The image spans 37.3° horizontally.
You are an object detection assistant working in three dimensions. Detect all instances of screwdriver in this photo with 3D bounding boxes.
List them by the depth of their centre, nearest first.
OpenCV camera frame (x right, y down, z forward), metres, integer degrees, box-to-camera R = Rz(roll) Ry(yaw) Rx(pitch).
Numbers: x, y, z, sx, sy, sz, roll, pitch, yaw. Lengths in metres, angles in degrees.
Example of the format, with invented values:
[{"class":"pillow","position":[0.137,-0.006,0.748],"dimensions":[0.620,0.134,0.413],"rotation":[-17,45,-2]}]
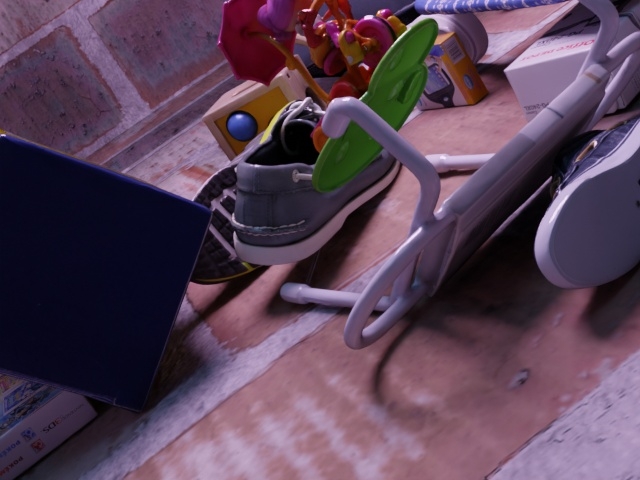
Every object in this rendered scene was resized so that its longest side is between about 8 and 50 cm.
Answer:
[{"class":"screwdriver","position":[0.000,0.000,0.932],"dimensions":[0.025,0.024,0.170],"rotation":[-57,8,37]}]

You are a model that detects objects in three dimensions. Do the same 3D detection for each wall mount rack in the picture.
[{"class":"wall mount rack","position":[0.094,-0.051,0.746],"dimensions":[0.350,0.130,0.304],"rotation":[-41,-18,-25]}]

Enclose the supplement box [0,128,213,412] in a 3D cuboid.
[{"class":"supplement box","position":[-0.266,0.011,0.949],"dimensions":[0.195,0.194,0.356],"rotation":[-70,21,0]}]

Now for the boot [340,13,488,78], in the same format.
[{"class":"boot","position":[0.110,-0.221,1.218],"dimensions":[0.123,0.095,0.258],"rotation":[-44,12,-13]}]

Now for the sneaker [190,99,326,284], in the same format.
[{"class":"sneaker","position":[-0.079,-0.040,1.060],"dimensions":[0.121,0.111,0.300],"rotation":[-37,9,43]}]

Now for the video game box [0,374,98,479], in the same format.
[{"class":"video game box","position":[-0.322,0.186,0.941],"dimensions":[0.187,0.048,0.205],"rotation":[-39,19,-12]}]

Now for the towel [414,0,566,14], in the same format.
[{"class":"towel","position":[0.261,-0.285,0.974],"dimensions":[0.243,0.040,0.336],"rotation":[-22,17,-13]}]

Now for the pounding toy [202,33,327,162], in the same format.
[{"class":"pounding toy","position":[-0.057,-0.185,1.191],"dimensions":[0.181,0.206,0.094],"rotation":[-24,20,25]}]

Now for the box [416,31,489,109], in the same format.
[{"class":"box","position":[0.130,-0.194,1.102],"dimensions":[0.028,0.081,0.136],"rotation":[-41,19,-20]}]

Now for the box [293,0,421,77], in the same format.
[{"class":"box","position":[0.009,-0.413,1.388],"dimensions":[0.212,0.294,0.395],"rotation":[-28,3,15]}]

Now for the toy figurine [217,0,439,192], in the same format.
[{"class":"toy figurine","position":[-0.009,-0.149,0.737],"dimensions":[0.130,0.159,0.173],"rotation":[-38,-16,-36]}]

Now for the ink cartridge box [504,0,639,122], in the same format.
[{"class":"ink cartridge box","position":[0.258,-0.175,0.867],"dimensions":[0.150,0.063,0.109],"rotation":[-42,21,-30]}]

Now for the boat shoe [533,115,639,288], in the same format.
[{"class":"boat shoe","position":[0.179,-0.024,0.628],"dimensions":[0.183,0.065,0.083],"rotation":[-40,12,-33]}]

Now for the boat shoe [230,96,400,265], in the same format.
[{"class":"boat shoe","position":[0.002,-0.090,0.953],"dimensions":[0.116,0.099,0.319],"rotation":[5,30,23]}]
